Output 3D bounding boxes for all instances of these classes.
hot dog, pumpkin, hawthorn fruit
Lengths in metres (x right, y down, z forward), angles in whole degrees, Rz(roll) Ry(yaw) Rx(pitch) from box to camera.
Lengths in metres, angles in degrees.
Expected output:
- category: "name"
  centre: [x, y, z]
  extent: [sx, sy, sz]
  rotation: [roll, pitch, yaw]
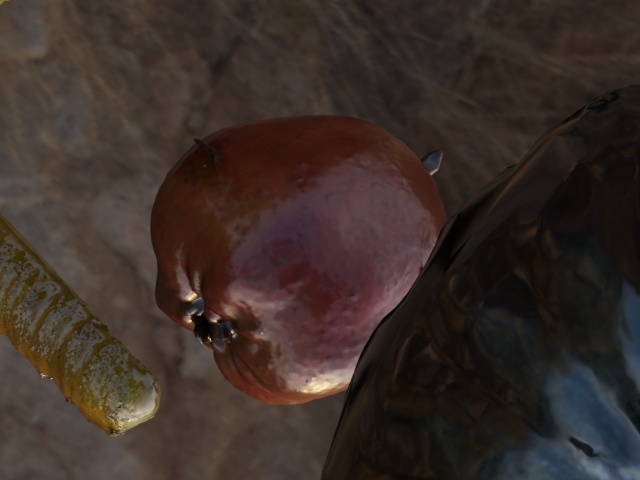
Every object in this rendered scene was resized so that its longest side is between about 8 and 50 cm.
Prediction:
- category: "hot dog"
  centre: [-0.231, 0.039, 1.439]
  extent: [0.068, 0.289, 0.083]
  rotation: [-40, 163, -15]
- category: "pumpkin"
  centre: [0.103, 0.066, 0.356]
  extent: [0.162, 0.220, 0.221]
  rotation: [17, 100, -54]
- category: "hawthorn fruit"
  centre: [0.000, 0.000, 1.180]
  extent: [0.202, 0.185, 0.185]
  rotation: [-31, 125, -20]

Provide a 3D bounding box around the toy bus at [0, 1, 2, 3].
- category: "toy bus"
  centre: [-0.204, -0.222, 1.168]
  extent: [0.121, 0.335, 0.123]
  rotation: [-40, 100, -6]
